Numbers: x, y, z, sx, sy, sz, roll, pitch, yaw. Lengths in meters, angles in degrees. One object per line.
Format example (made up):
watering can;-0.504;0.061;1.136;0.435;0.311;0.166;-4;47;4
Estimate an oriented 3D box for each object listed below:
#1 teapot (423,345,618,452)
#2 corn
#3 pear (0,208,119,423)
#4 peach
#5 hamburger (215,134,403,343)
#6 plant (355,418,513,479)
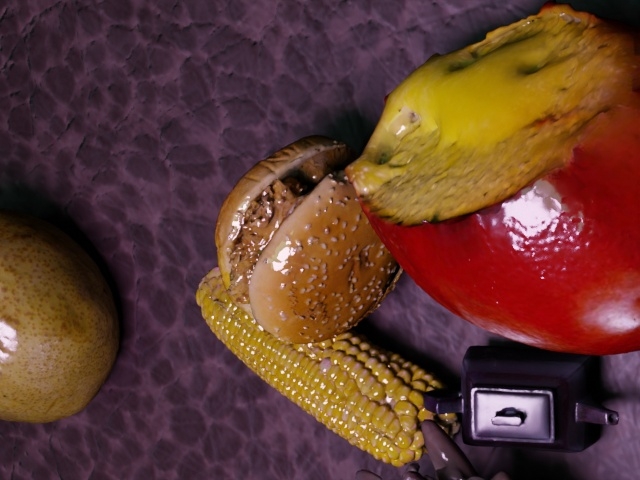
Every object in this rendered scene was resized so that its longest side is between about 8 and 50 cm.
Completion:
teapot;0.173;0.144;1.600;0.177;0.096;0.087;2;101;19
corn;0.000;0.109;1.728;0.292;0.101;0.101;35;117;26
pear;-0.318;0.080;1.859;0.188;0.211;0.228;-40;78;31
peach;0.173;-0.057;1.479;0.338;0.281;0.281;29;114;26
hamburger;-0.006;0.000;1.641;0.118;0.191;0.181;28;78;37
plant;0.160;0.302;1.583;0.321;0.194;0.181;39;124;0
